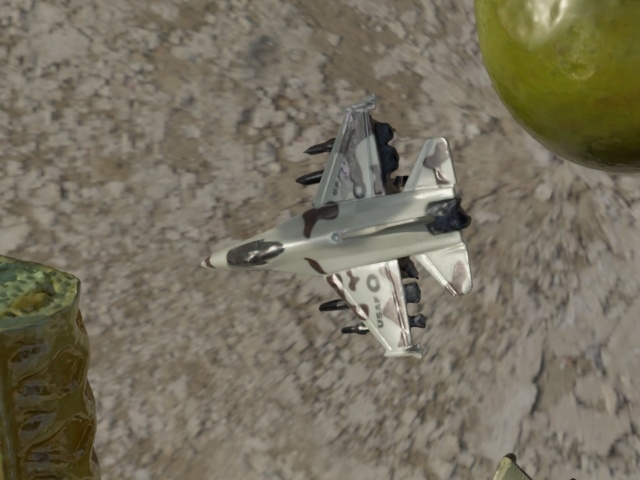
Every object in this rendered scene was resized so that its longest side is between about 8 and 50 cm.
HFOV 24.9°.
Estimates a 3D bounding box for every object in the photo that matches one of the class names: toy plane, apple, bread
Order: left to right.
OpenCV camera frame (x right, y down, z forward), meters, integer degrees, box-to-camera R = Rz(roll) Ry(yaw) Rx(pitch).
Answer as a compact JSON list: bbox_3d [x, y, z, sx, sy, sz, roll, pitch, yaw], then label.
[{"bbox_3d":[-0.191,0.136,0.904,0.098,0.087,0.269,-17,126,-28],"label":"bread"},{"bbox_3d":[0.016,-0.003,0.895,0.082,0.234,0.160,-10,89,-35],"label":"toy plane"},{"bbox_3d":[0.169,-0.132,0.746,0.157,0.196,0.196,3,94,42],"label":"apple"}]

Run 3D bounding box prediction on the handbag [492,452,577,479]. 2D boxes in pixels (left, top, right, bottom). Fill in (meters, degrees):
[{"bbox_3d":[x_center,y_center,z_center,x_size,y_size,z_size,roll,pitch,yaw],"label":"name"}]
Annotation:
[{"bbox_3d":[0.204,0.330,1.013,0.160,0.358,0.236,23,97,-15],"label":"handbag"}]
